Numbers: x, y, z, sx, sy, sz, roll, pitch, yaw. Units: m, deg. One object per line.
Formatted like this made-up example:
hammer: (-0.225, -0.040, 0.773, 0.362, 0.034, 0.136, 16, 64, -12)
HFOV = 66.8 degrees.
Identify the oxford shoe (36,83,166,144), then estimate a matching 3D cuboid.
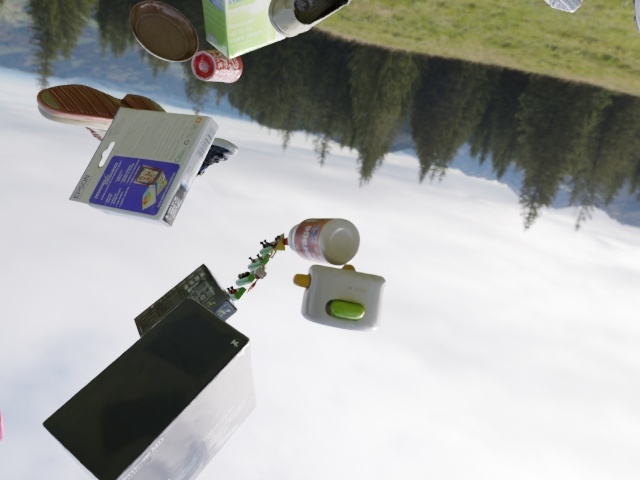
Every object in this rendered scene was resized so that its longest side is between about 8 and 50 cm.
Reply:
oxford shoe: (-0.598, -0.325, 1.344, 0.140, 0.146, 0.397, 50, -155, 14)

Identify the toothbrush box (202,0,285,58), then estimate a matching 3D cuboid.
toothbrush box: (-0.206, -0.674, 1.318, 0.206, 0.283, 0.122, -32, -118, -27)

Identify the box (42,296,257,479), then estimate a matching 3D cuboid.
box: (-0.309, 0.350, 0.989, 0.179, 0.312, 0.343, 30, -129, 21)

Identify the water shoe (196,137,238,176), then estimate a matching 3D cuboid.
water shoe: (-0.274, -0.186, 1.144, 0.203, 0.080, 0.073, -2, 163, 37)

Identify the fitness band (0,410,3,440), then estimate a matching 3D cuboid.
fitness band: (-0.783, 0.353, 1.119, 0.054, 0.208, 0.291, -7, -170, -41)

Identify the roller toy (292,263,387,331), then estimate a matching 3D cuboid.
roller toy: (0.054, 0.127, 1.151, 0.209, 0.146, 0.191, 7, 175, 43)

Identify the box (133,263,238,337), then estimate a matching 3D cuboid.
box: (-0.339, 0.185, 1.208, 0.183, 0.233, 0.059, 41, 168, 50)

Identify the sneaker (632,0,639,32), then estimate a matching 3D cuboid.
sneaker: (0.389, -0.297, 0.496, 0.100, 0.271, 0.108, -20, -163, 11)

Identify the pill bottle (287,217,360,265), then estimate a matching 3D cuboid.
pill bottle: (0.000, 0.000, 1.287, 0.121, 0.121, 0.216, 2, -179, -30)

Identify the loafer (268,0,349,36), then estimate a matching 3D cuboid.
loafer: (0.031, -0.443, 0.815, 0.102, 0.268, 0.092, 40, -172, -37)

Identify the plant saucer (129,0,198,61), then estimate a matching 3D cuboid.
plant saucer: (-0.452, -0.593, 1.397, 0.199, 0.198, 0.036, -1, 163, -38)

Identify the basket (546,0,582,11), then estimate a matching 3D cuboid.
basket: (0.445, -0.533, 0.920, 0.167, 0.103, 0.113, 33, -153, -16)

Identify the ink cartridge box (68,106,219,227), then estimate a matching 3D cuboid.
ink cartridge box: (-0.307, -0.134, 0.848, 0.208, 0.206, 0.045, 12, 160, 23)

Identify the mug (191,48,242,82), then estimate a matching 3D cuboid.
mug: (-0.367, -0.586, 1.633, 0.150, 0.113, 0.169, 5, -159, 16)

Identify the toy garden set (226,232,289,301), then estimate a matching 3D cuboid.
toy garden set: (-0.198, 0.075, 1.489, 0.049, 0.244, 0.204, 45, 150, -16)
